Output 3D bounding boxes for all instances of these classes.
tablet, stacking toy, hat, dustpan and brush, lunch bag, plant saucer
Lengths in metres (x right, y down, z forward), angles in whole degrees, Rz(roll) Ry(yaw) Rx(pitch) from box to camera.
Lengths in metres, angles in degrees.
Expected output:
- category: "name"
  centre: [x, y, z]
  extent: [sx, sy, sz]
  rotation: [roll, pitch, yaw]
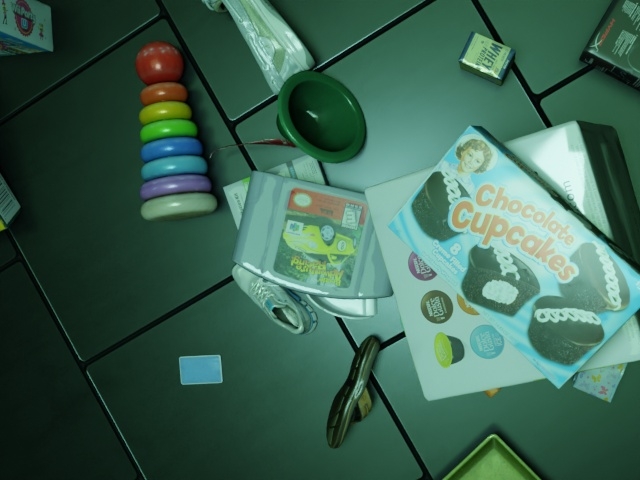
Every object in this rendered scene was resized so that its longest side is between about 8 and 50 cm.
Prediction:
- category: "tablet"
  centre: [-0.229, 0.248, 1.735]
  extent: [0.083, 0.006, 0.054]
  rotation: [-4, 91, 10]
- category: "stacking toy"
  centre: [-0.281, -0.206, 1.667]
  extent: [0.141, 0.141, 0.330]
  rotation: [-9, 87, 11]
- category: "hat"
  centre: [-0.050, -0.200, 1.668]
  extent: [0.208, 0.183, 0.173]
  rotation: [30, 59, -20]
- category: "dustpan and brush"
  centre: [-0.004, 0.071, 1.648]
  extent: [0.211, 0.060, 0.147]
  rotation: [0, 92, 7]
- category: "lunch bag"
  centre: [0.486, 0.226, 1.570]
  extent: [0.071, 0.053, 0.083]
  rotation: [21, 106, 12]
- category: "plant saucer"
  centre: [0.310, 0.468, 1.618]
  extent: [0.188, 0.045, 0.188]
  rotation: [45, 99, 6]

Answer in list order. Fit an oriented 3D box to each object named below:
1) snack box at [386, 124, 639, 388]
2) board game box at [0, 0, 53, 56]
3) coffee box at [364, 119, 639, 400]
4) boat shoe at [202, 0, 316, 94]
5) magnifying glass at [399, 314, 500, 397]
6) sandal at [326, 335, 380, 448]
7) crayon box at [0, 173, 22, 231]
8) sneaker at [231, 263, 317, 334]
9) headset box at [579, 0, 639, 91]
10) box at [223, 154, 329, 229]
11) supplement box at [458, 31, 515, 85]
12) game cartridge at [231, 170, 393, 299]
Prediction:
- category: "snack box"
  centre: [0.266, 0.018, 1.218]
  extent: [0.322, 0.060, 0.187]
  rotation: [44, 112, 15]
- category: "board game box"
  centre: [-0.692, -0.406, 1.688]
  extent: [0.303, 0.224, 0.097]
  rotation: [-3, 89, 12]
- category: "coffee box"
  centre: [0.317, 0.024, 1.419]
  extent: [0.334, 0.338, 0.337]
  rotation: [-16, 89, 27]
- category: "boat shoe"
  centre: [-0.145, -0.410, 1.637]
  extent: [0.103, 0.118, 0.320]
  rotation: [-42, 91, 6]
- category: "magnifying glass"
  centre: [0.236, 0.188, 1.632]
  extent: [0.092, 0.026, 0.231]
  rotation: [-44, 85, 10]
- category: "sandal"
  centre: [0.069, 0.282, 1.651]
  extent: [0.060, 0.090, 0.219]
  rotation: [22, 90, -12]
- category: "crayon box"
  centre: [-0.804, -0.138, 1.714]
  extent: [0.313, 0.106, 0.363]
  rotation: [-19, 114, 12]
- category: "sneaker"
  centre: [-0.090, 0.104, 1.664]
  extent: [0.191, 0.083, 0.071]
  rotation: [38, 100, 9]
- category: "headset box"
  centre: [0.613, -0.331, 1.490]
  extent: [0.293, 0.110, 0.218]
  rotation: [30, 98, 9]
- category: "box"
  centre: [-0.069, -0.064, 1.675]
  extent: [0.186, 0.038, 0.145]
  rotation: [-20, 88, 12]
- category: "supplement box"
  centre: [0.289, -0.314, 1.569]
  extent: [0.083, 0.083, 0.056]
  rotation: [26, 97, 9]
- category: "game cartridge"
  centre: [0.000, 0.000, 1.607]
  extent: [0.294, 0.060, 0.196]
  rotation: [12, 89, 2]
